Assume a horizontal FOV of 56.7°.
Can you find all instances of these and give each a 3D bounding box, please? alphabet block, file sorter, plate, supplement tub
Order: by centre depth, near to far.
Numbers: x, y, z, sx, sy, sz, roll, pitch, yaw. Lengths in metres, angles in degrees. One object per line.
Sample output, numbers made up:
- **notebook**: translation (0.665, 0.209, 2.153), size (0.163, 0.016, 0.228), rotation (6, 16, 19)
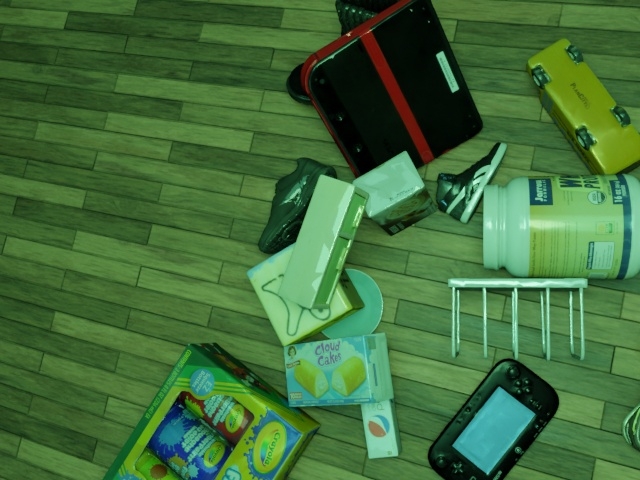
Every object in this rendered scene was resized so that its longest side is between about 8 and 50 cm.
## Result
- **supplement tub**: translation (0.521, -0.030, 1.303), size (0.316, 0.228, 0.228), rotation (0, 81, 16)
- **file sorter**: translation (0.432, 0.174, 1.317), size (0.277, 0.193, 0.173), rotation (-2, 83, 16)
- **alphabet block**: translation (-0.032, 0.120, 1.425), size (0.192, 0.193, 0.197), rotation (-30, 79, 12)
- **plate**: translation (0.069, 0.166, 1.511), size (0.188, 0.024, 0.188), rotation (-3, 79, 15)

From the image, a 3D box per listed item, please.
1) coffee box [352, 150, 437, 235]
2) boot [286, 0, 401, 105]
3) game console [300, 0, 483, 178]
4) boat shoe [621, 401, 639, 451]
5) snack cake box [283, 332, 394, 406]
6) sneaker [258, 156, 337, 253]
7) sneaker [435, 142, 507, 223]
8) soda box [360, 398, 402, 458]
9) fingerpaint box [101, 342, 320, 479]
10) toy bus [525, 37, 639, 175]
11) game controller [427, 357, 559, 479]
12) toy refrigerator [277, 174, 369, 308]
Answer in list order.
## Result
- **coffee box**: translation (0.182, -0.103, 1.404), size (0.141, 0.246, 0.098), rotation (-28, 73, 10)
- **boot**: translation (0.055, -0.485, 1.488), size (0.347, 0.260, 0.131), rotation (-7, 59, 12)
- **game console**: translation (0.173, -0.335, 1.419), size (0.342, 0.386, 0.060), rotation (-31, 31, 6)
- **boat shoe**: translation (0.763, 0.312, 1.245), size (0.116, 0.096, 0.324), rotation (40, 93, 18)
- **snack cake box**: translation (0.037, 0.308, 1.407), size (0.264, 0.089, 0.152), rotation (-17, 77, 41)
- **sneaker**: translation (-0.079, -0.093, 1.567), size (0.130, 0.109, 0.286), rotation (34, 85, 28)
- **sneaker**: translation (0.356, -0.162, 1.450), size (0.121, 0.079, 0.217), rotation (29, 91, 17)
- **soda box**: translation (0.140, 0.405, 1.427), size (0.073, 0.069, 0.216), rotation (-12, 77, 15)
- **fingerpaint box**: translation (-0.279, 0.542, 1.477), size (0.371, 0.163, 0.445), rotation (34, 92, 19)
- **toy bus**: translation (0.609, -0.297, 1.372), size (0.108, 0.130, 0.333), rotation (-32, 74, 10)
- **game controller**: translation (0.392, 0.429, 1.351), size (0.166, 0.067, 0.319), rotation (38, 93, 18)
- **toy refrigerator**: translation (0.012, 0.008, 1.264), size (0.094, 0.102, 0.270), rotation (20, 91, 23)
